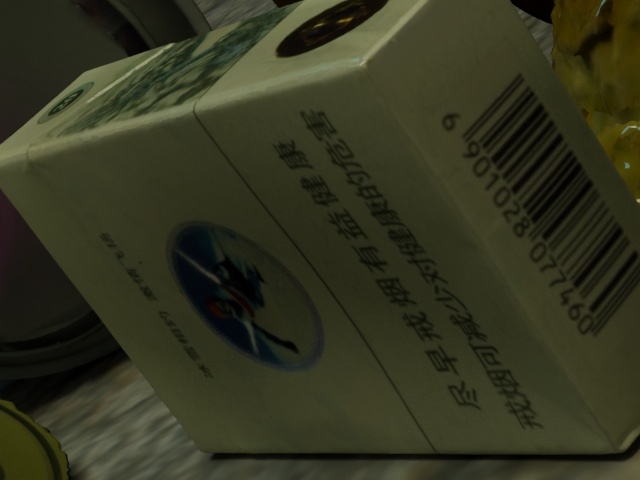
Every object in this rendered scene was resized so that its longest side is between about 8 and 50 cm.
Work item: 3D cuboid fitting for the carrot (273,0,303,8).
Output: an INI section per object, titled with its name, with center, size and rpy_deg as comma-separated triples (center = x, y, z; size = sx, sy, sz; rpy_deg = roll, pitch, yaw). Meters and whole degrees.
[carrot]
center = 0.062, -0.252, 1.321
size = 0.254, 0.196, 0.196
rpy_deg = -47, 19, -6

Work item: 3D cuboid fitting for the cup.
[cup]
center = -0.189, -0.085, 1.122
size = 0.253, 0.253, 0.371
rpy_deg = -33, 16, 1

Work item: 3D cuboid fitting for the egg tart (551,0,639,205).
[egg tart]
center = 0.183, -0.097, 0.722
size = 0.294, 0.116, 0.295
rpy_deg = -31, 15, 9

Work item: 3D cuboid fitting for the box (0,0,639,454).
[box]
center = 0.000, 0.000, 0.698
size = 0.069, 0.164, 0.256
rpy_deg = -46, 22, -30

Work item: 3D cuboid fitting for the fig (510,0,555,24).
[fig]
center = 0.191, -0.204, 0.926
size = 0.249, 0.186, 0.204
rpy_deg = -10, -25, -6

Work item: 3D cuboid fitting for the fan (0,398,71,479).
[fan]
center = -0.250, 0.107, 0.848
size = 0.335, 0.011, 0.229
rpy_deg = 26, 37, 34
